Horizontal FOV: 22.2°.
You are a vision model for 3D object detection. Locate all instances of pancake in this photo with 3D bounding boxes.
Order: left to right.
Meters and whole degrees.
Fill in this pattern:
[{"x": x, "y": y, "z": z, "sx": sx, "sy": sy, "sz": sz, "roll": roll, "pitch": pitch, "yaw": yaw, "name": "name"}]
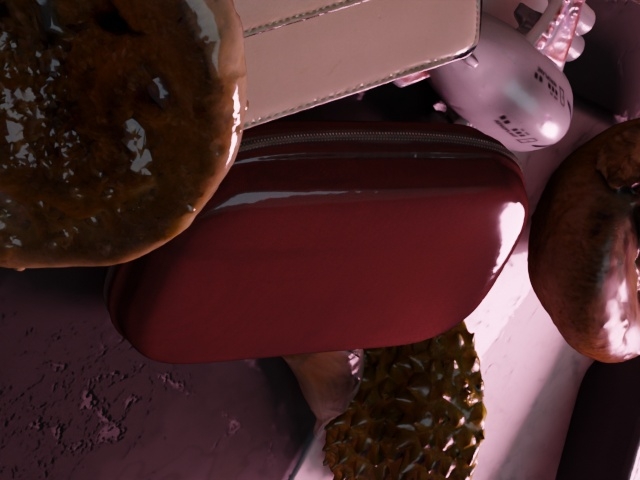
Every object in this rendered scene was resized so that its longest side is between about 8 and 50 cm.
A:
[{"x": -0.220, "y": -0.121, "z": 1.149, "sx": 0.356, "sy": 0.065, "sz": 0.356, "roll": 1, "pitch": 122, "yaw": 2, "name": "pancake"}]

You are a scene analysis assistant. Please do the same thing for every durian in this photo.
[{"x": 0.104, "y": 0.199, "z": 1.760, "sx": 0.153, "sy": 0.186, "sz": 0.260, "roll": -23, "pitch": 120, "yaw": -38, "name": "durian"}]

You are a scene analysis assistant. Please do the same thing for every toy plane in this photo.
[{"x": 0.168, "y": -0.157, "z": 1.574, "sx": 0.252, "sy": 0.118, "sz": 0.252, "roll": -22, "pitch": 136, "yaw": -23, "name": "toy plane"}]

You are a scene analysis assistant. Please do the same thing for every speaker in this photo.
[{"x": 0.361, "y": 0.301, "z": 2.097, "sx": 0.180, "sy": 0.184, "sz": 0.388, "roll": 6, "pitch": 104, "yaw": -46, "name": "speaker"}]

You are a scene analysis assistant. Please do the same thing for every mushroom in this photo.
[{"x": 0.335, "y": -0.017, "z": 1.774, "sx": 0.263, "sy": 0.195, "sz": 0.283, "roll": -30, "pitch": 152, "yaw": -35, "name": "mushroom"}]

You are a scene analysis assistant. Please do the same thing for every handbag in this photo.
[{"x": -0.040, "y": -0.230, "z": 1.302, "sx": 0.358, "sy": 0.160, "sz": 0.237, "roll": -21, "pitch": 124, "yaw": -30, "name": "handbag"}]

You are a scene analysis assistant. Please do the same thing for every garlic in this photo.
[{"x": 0.007, "y": 0.127, "z": 1.686, "sx": 0.084, "sy": 0.066, "sz": 0.152, "roll": -19, "pitch": 133, "yaw": 5, "name": "garlic"}]

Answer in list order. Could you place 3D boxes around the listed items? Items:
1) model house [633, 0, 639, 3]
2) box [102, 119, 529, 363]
[{"x": 0.343, "y": -0.307, "z": 1.651, "sx": 0.100, "sy": 0.088, "sz": 0.100, "roll": -26, "pitch": 135, "yaw": -32, "name": "model house"}, {"x": 0.000, "y": 0.000, "z": 1.484, "sx": 0.404, "sy": 0.108, "sz": 0.263, "roll": -2, "pitch": 137, "yaw": -32, "name": "box"}]
